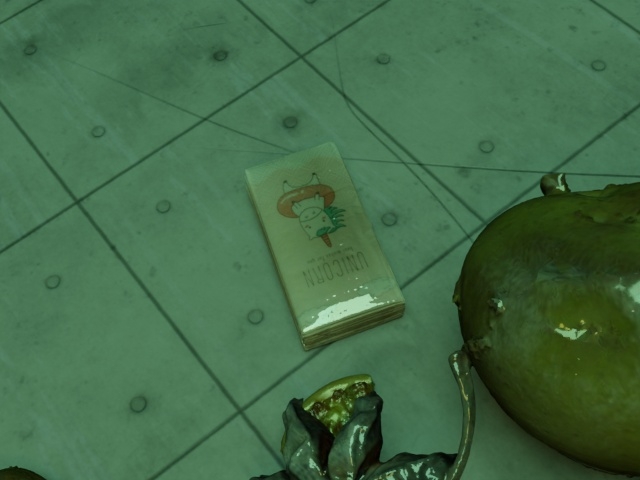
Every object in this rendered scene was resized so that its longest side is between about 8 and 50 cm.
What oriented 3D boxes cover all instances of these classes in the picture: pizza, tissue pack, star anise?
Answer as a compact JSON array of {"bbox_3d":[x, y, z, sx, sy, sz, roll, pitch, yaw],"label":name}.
[{"bbox_3d":[0.030,0.264,1.209,0.134,0.046,0.175,33,68,23],"label":"pizza"},{"bbox_3d":[0.000,0.000,1.356,0.170,0.071,0.325,-17,59,-7],"label":"tissue pack"},{"bbox_3d":[0.034,0.310,1.074,0.316,0.139,0.359,2,86,22],"label":"star anise"}]

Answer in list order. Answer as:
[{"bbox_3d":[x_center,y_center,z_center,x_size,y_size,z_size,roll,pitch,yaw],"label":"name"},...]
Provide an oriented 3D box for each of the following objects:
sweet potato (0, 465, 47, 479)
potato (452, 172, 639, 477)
[{"bbox_3d":[-0.352,0.387,1.162,0.273,0.075,0.075,22,64,17],"label":"sweet potato"},{"bbox_3d":[0.372,0.079,1.037,0.442,0.319,0.385,4,71,37],"label":"potato"}]
